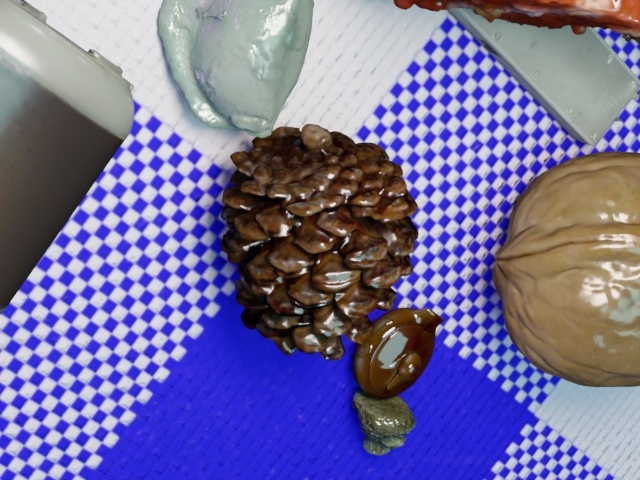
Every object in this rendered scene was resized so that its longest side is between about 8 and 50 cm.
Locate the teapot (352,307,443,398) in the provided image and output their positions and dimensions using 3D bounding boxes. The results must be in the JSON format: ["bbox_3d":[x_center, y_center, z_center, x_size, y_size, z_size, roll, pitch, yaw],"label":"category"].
[{"bbox_3d":[0.097,0.136,1.799,0.098,0.078,0.129,39,89,-35],"label":"teapot"}]

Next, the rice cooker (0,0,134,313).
[{"bbox_3d":[-0.366,-0.087,1.313,0.335,0.335,0.325,34,91,-35],"label":"rice cooker"}]

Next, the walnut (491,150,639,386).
[{"bbox_3d":[0.356,0.034,1.799,0.313,0.252,0.277,3,109,-20],"label":"walnut"}]

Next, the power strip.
[{"bbox_3d":[0.254,-0.240,1.753,0.367,0.043,0.106,39,88,-35],"label":"power strip"}]

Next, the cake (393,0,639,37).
[{"bbox_3d":[0.252,-0.340,1.456,0.320,0.269,0.270,4,98,-23],"label":"cake"}]

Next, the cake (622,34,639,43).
[{"bbox_3d":[0.430,-0.311,1.765,0.135,0.135,0.147,-29,126,-17],"label":"cake"}]

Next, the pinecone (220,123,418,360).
[{"bbox_3d":[0.000,0.000,1.606,0.224,0.224,0.272,-13,120,-24],"label":"pinecone"}]

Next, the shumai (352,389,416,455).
[{"bbox_3d":[0.071,0.231,1.834,0.083,0.082,0.080,20,113,7],"label":"shumai"}]

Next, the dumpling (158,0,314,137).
[{"bbox_3d":[-0.078,-0.217,1.538,0.149,0.105,0.216,14,103,-33],"label":"dumpling"}]
